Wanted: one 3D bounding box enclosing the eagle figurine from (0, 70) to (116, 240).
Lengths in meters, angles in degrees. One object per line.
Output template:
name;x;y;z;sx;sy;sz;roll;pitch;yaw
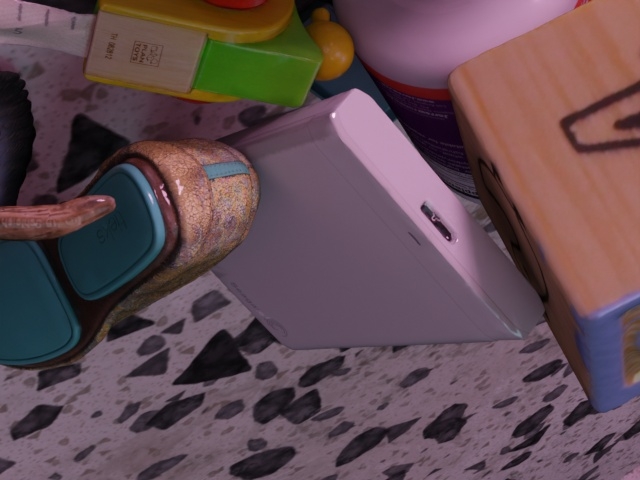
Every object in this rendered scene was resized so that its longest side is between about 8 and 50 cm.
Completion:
eagle figurine;-0.285;-0.023;0.788;0.226;0.298;0.225;24;93;-24

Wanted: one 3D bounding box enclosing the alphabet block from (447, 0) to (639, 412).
alphabet block;0.219;-0.034;0.836;0.193;0.197;0.192;-25;151;1

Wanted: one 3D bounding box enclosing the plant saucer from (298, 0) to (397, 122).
plant saucer;0.024;-0.142;1.051;0.067;0.018;0.192;-39;151;14

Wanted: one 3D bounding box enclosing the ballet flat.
ballet flat;-0.161;0.014;0.945;0.123;0.123;0.348;-4;164;-39

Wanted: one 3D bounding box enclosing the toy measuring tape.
toy measuring tape;-0.134;-0.161;0.827;0.330;0.121;0.121;9;137;-18

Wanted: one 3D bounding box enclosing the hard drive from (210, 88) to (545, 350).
hard drive;0.000;0.000;0.933;0.040;0.203;0.307;-51;-160;-25

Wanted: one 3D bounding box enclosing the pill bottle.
pill bottle;0.139;-0.140;0.993;0.181;0.181;0.323;-34;151;6
